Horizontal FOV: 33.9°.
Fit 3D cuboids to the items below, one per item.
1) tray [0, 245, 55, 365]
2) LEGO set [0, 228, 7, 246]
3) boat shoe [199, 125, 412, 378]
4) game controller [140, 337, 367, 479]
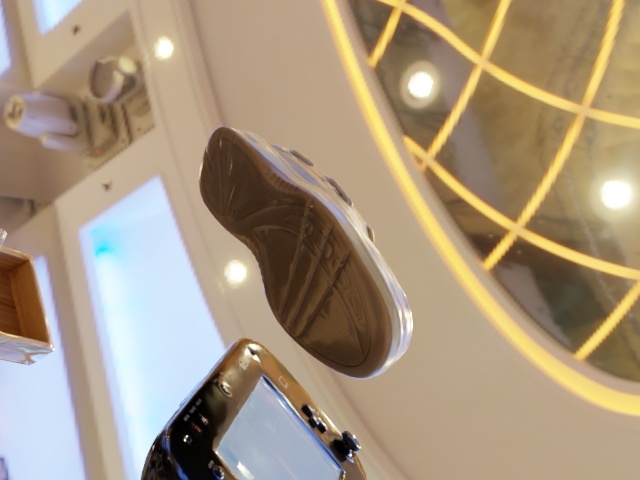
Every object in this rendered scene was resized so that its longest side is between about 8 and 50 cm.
[{"bbox_3d":[-0.640,0.080,1.775,0.076,0.411,0.203,-31,-118,21],"label":"tray"},{"bbox_3d":[-0.397,-0.032,0.974,0.093,0.227,0.087,-60,-163,14],"label":"LEGO set"},{"bbox_3d":[0.000,0.000,0.877,0.302,0.098,0.109,48,-57,45],"label":"boat shoe"},{"bbox_3d":[-0.035,0.166,0.753,0.067,0.319,0.166,-31,-86,10],"label":"game controller"}]
